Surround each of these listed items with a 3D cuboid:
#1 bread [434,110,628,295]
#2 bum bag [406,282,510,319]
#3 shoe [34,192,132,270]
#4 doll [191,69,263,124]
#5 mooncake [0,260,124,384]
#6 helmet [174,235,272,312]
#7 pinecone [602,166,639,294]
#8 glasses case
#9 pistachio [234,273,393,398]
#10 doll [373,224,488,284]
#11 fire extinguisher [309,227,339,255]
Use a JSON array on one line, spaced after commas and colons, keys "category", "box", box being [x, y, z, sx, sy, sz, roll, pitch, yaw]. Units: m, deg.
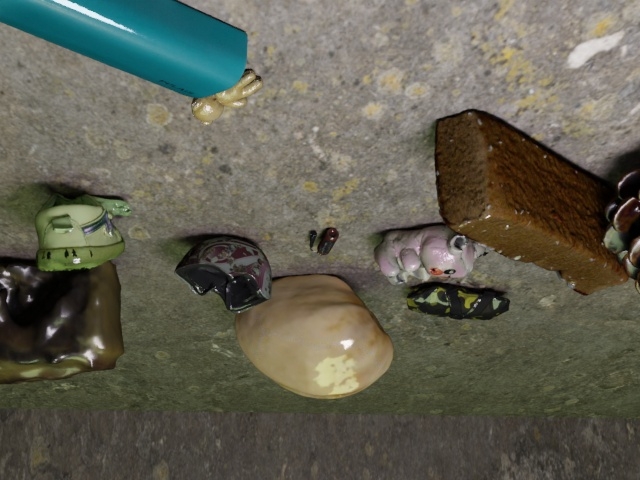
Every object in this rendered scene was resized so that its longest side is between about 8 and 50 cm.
[{"category": "bread", "box": [0.313, -0.046, 1.686, 0.113, 0.165, 0.416, -20, 152, 35]}, {"category": "bum bag", "box": [0.283, 0.127, 2.365, 0.232, 0.060, 0.107, 6, 152, -23]}, {"category": "shoe", "box": [-0.382, -0.012, 1.864, 0.140, 0.128, 0.262, 10, -170, -1]}, {"category": "doll", "box": [-0.119, -0.181, 1.463, 0.093, 0.051, 0.061, -9, 153, 23]}, {"category": "mooncake", "box": [-0.569, 0.145, 2.168, 0.394, 0.246, 0.393, -9, 166, 36]}, {"category": "helmet", "box": [-0.162, 0.046, 2.070, 0.177, 0.107, 0.153, 29, 155, -20]}, {"category": "pinecone", "box": [0.533, -0.008, 1.643, 0.244, 0.309, 0.244, -5, 129, -6]}, {"category": "glasses case", "box": [-0.230, -0.235, 1.281, 0.301, 0.070, 0.117, 16, 157, -42]}, {"category": "pistachio", "box": [-0.007, 0.188, 2.284, 0.321, 0.238, 0.229, 15, 161, 21]}, {"category": "doll", "box": [0.188, 0.024, 2.007, 0.192, 0.095, 0.149, -7, 167, 15]}, {"category": "fire extinguisher", "box": [-0.001, 0.006, 2.051, 0.046, 0.032, 0.100, -5, 158, -18]}]
